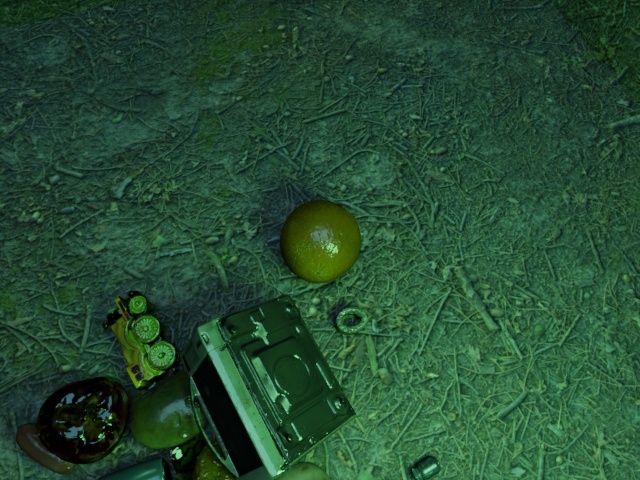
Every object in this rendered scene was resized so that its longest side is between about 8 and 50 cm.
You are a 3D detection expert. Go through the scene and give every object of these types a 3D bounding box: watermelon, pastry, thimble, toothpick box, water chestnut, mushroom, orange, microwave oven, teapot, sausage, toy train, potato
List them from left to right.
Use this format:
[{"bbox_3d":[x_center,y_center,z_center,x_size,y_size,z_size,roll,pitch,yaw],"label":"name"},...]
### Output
[{"bbox_3d":[-0.754,0.573,1.173,0.194,0.077,0.077,29,68,6],"label":"sausage"},{"bbox_3d":[-0.628,0.473,1.145,0.223,0.238,0.224,8,57,-12],"label":"water chestnut"},{"bbox_3d":[-0.494,0.660,1.133,0.184,0.120,0.121,-17,70,-14],"label":"toothpick box"},{"bbox_3d":[-0.543,0.295,1.290,0.160,0.100,0.296,-32,73,-14],"label":"toy train"},{"bbox_3d":[-0.410,0.473,1.202,0.228,0.149,0.197,-6,41,-1],"label":"potato"},{"bbox_3d":[-0.386,0.619,1.192,0.094,0.125,0.136,6,87,29],"label":"watermelon"},{"bbox_3d":[-0.247,0.628,1.145,0.188,0.103,0.189,11,38,-8],"label":"pastry"},{"bbox_3d":[-0.144,0.385,1.141,0.332,0.247,0.395,-15,66,-45],"label":"microwave oven"},{"bbox_3d":[-0.065,0.690,1.098,0.226,0.227,0.178,-32,30,-16],"label":"mushroom"},{"bbox_3d":[0.000,0.000,1.367,0.273,0.274,0.275,2,67,-4],"label":"orange"},{"bbox_3d":[0.101,0.258,1.374,0.109,0.062,0.085,-5,71,-6],"label":"thimble"},{"bbox_3d":[0.305,0.666,1.235,0.083,0.064,0.049,-24,40,-11],"label":"teapot"}]
